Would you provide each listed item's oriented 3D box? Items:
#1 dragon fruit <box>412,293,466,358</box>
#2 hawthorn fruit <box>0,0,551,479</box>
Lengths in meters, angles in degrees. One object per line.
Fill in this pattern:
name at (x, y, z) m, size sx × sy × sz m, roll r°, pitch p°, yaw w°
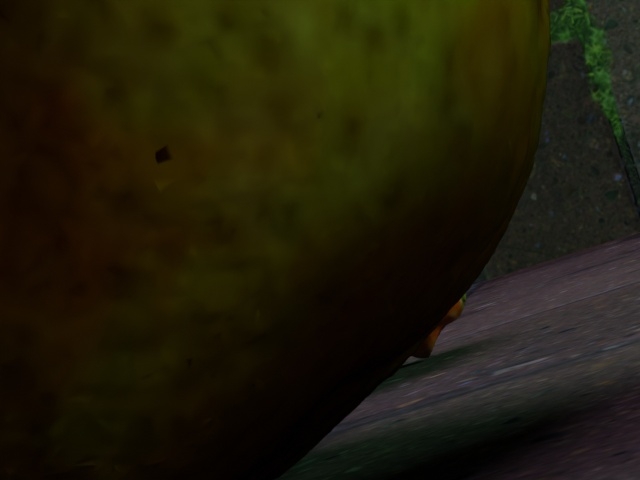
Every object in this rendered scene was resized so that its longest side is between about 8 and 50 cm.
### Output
dragon fruit at (-0.005, -0.002, 1.254) m, size 0.224 × 0.224 × 0.227 m, roll -18°, pitch -14°, yaw 26°
hawthorn fruit at (-0.134, -0.062, 0.722) m, size 0.471 × 0.472 × 0.472 m, roll -18°, pitch -1°, yaw 0°
